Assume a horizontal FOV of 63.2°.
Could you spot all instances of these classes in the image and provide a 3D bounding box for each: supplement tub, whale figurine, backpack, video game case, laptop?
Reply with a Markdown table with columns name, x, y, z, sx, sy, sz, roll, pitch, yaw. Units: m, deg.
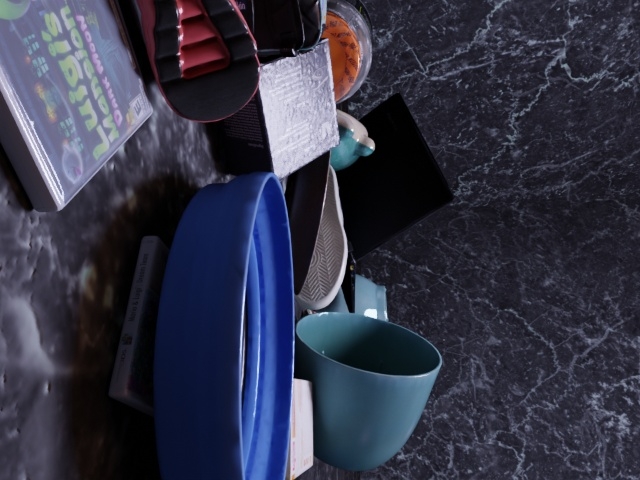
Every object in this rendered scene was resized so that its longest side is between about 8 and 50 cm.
| name | x | y | z | sx | sy | sz | roll | pitch | yaw |
| --- | --- | --- | --- | --- | --- | --- | --- | --- | --- |
| supplement tub | 0.003 | -0.396 | 1.056 | 0.338 | 0.207 | 0.206 | -79 | 164 | -60 |
| whale figurine | 0.015 | -0.231 | 1.186 | 0.272 | 0.217 | 0.141 | -90 | -155 | -83 |
| backpack | -0.075 | -0.327 | 0.620 | 0.144 | 0.166 | 0.188 | -83 | 170 | -57 |
| video game case | -0.176 | -0.143 | 0.346 | 0.173 | 0.022 | 0.190 | -81 | 166 | -55 |
| laptop | 0.137 | -0.087 | 1.350 | 0.407 | 0.237 | 0.381 | 85 | -9 | -53 |
| video game case | -0.144 | 0.095 | 0.498 | 0.157 | 0.019 | 0.143 | 75 | 15 | -60 |

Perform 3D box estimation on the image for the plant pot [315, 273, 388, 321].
| name | x | y | z | sx | sy | sz | roll | pitch | yaw |
| --- | --- | --- | --- | --- | --- | --- | --- | --- | --- |
| plant pot | 0.102 | 0.224 | 1.550 | 0.293 | 0.197 | 0.292 | -4 | 90 | -82 |

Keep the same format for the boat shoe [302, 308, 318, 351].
| name | x | y | z | sx | sy | sz | roll | pitch | yaw |
| --- | --- | --- | --- | --- | --- | --- | --- | --- | --- |
| boat shoe | -0.027 | 0.215 | 1.195 | 0.043 | 0.049 | 0.137 | 37 | 34 | -19 |

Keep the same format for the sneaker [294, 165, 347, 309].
| name | x | y | z | sx | sy | sz | roll | pitch | yaw |
| --- | --- | --- | --- | --- | --- | --- | --- | --- | --- |
| sneaker | 0.000 | 0.000 | 1.161 | 0.148 | 0.131 | 0.349 | 76 | 15 | -62 |

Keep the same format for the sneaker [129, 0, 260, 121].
| name | x | y | z | sx | sy | sz | roll | pitch | yaw |
| --- | --- | --- | --- | --- | --- | --- | --- | --- | --- |
| sneaker | -0.136 | -0.255 | 0.423 | 0.136 | 0.116 | 0.313 | 54 | -24 | 39 |

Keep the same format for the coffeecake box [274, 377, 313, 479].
| name | x | y | z | sx | sy | sz | roll | pitch | yaw |
| --- | --- | --- | --- | --- | --- | --- | --- | --- | --- |
| coffeecake box | -0.059 | 0.295 | 0.831 | 0.185 | 0.068 | 0.142 | 63 | 25 | -71 |

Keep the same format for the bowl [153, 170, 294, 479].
| name | x | y | z | sx | sy | sz | roll | pitch | yaw |
| --- | --- | --- | --- | --- | --- | --- | --- | --- | --- |
| bowl | -0.085 | 0.119 | 0.578 | 0.391 | 0.077 | 0.390 | 0 | 90 | -87 |

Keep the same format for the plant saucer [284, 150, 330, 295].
| name | x | y | z | sx | sy | sz | roll | pitch | yaw |
| --- | --- | --- | --- | --- | --- | --- | --- | --- | --- |
| plant saucer | -0.038 | -0.060 | 0.920 | 0.310 | 0.050 | 0.310 | -170 | -90 | -83 |

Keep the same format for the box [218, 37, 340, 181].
| name | x | y | z | sx | sy | sz | roll | pitch | yaw |
| --- | --- | --- | --- | --- | --- | --- | --- | --- | --- |
| box | -0.059 | -0.184 | 0.724 | 0.156 | 0.093 | 0.158 | -38 | 131 | -41 |

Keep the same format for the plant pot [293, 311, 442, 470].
| name | x | y | z | sx | sy | sz | roll | pitch | yaw |
| --- | --- | --- | --- | --- | --- | --- | --- | --- | --- |
| plant pot | 0.072 | 0.307 | 1.049 | 0.293 | 0.293 | 0.234 | -55 | 157 | -77 |
